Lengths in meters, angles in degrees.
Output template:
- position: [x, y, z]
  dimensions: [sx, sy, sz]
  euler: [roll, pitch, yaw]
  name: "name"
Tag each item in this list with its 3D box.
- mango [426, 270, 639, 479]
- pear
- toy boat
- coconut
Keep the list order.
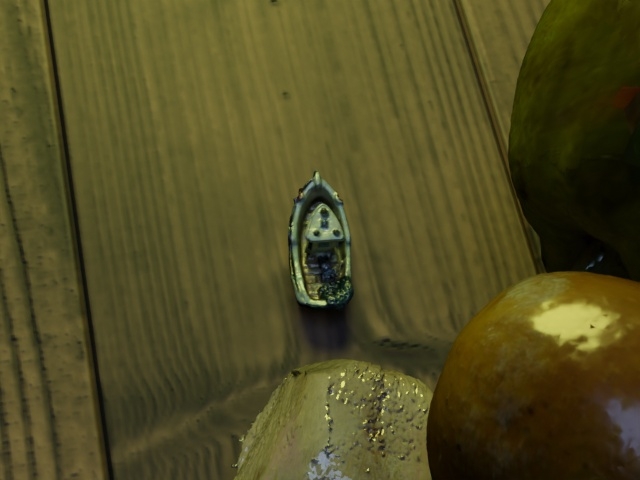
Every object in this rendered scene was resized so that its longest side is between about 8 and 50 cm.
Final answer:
- position: [0.167, 0.147, 0.591]
  dimensions: [0.316, 0.193, 0.146]
  euler: [49, 64, -9]
  name: "mango"
- position: [0.244, -0.060, 0.687]
  dimensions: [0.321, 0.269, 0.269]
  euler: [-27, 66, -17]
  name: "pear"
- position: [0.000, 0.000, 0.761]
  dimensions: [0.038, 0.038, 0.083]
  euler: [-2, 62, -5]
  name: "toy boat"
- position: [0.008, 0.122, 0.654]
  dimensions: [0.110, 0.110, 0.124]
  euler: [12, 55, 3]
  name: "coconut"
